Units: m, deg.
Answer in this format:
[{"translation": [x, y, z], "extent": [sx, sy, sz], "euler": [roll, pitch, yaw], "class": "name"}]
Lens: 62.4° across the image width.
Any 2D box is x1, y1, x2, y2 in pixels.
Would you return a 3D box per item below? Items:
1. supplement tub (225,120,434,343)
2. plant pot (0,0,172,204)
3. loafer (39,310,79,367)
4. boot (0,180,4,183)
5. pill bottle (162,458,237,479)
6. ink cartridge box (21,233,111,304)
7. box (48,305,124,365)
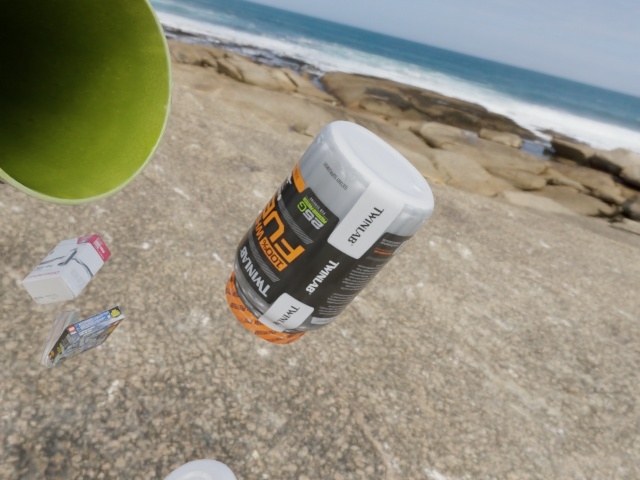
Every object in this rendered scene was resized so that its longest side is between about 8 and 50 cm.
[{"translation": [0.000, 0.000, 0.473], "extent": [0.116, 0.190, 0.117], "euler": [30, 28, -18], "class": "supplement tub"}, {"translation": [-0.387, -0.206, 0.647], "extent": [0.293, 0.275, 0.274], "euler": [14, 21, 26], "class": "plant pot"}, {"translation": [-0.514, 0.191, 1.028], "extent": [0.039, 0.045, 0.125], "euler": [5, 46, 6], "class": "loafer"}, {"translation": [-0.526, -0.159, 0.809], "extent": [0.246, 0.161, 0.083], "euler": [-27, 7, -17], "class": "boot"}, {"translation": [-0.212, 0.613, 1.067], "extent": [0.181, 0.323, 0.182], "euler": [-12, 29, 7], "class": "pill bottle"}, {"translation": [-0.488, 0.053, 1.021], "extent": [0.099, 0.056, 0.135], "euler": [-10, 33, 19], "class": "ink cartridge box"}, {"translation": [-0.408, 0.166, 0.918], "extent": [0.093, 0.137, 0.027], "euler": [-24, 78, -47], "class": "box"}]
